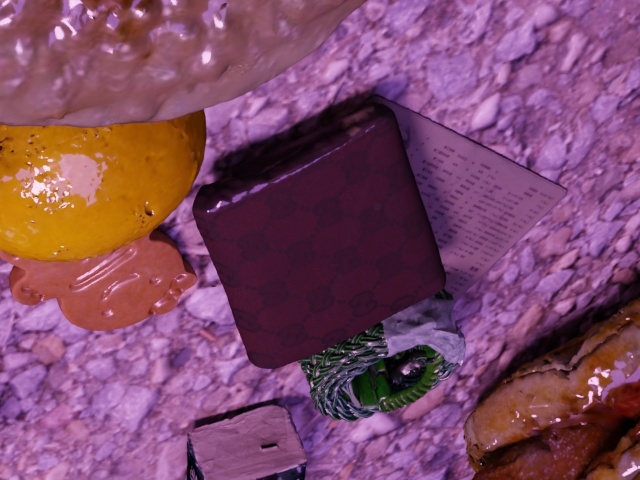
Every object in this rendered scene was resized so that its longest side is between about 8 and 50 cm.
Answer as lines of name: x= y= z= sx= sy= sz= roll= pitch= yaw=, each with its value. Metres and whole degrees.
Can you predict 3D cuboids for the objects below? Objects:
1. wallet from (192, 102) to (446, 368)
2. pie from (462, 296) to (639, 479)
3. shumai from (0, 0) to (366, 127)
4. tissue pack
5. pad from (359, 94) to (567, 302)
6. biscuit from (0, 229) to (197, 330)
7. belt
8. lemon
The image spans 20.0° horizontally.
wallet: x=0.000 y=0.000 z=1.451 sx=0.182 sy=0.049 sz=0.229 roll=-25 pitch=141 yaw=-5
pie: x=0.338 y=0.198 z=1.792 sx=0.395 sy=0.180 sz=0.418 roll=-34 pitch=152 yaw=14
shumai: x=-0.146 y=-0.262 z=0.868 sx=0.397 sy=0.323 sz=0.324 roll=8 pitch=130 yaw=-28
tissue pack: x=-0.072 y=0.238 z=1.656 sx=0.103 sy=0.090 sz=0.170 roll=-12 pitch=137 yaw=-19
pad: x=0.079 y=-0.025 z=1.516 sx=0.265 sy=0.009 sz=0.159 roll=22 pitch=120 yaw=-44
biscuit: x=-0.175 y=0.017 z=1.401 sx=0.133 sy=0.027 sz=0.184 roll=-26 pitch=141 yaw=-4
belt: x=0.058 y=0.103 z=1.585 sx=0.151 sy=0.079 sz=0.121 roll=-27 pitch=145 yaw=2
lemon: x=-0.164 y=-0.072 z=1.196 sx=0.206 sy=0.173 sz=0.173 roll=-27 pitch=148 yaw=-39
